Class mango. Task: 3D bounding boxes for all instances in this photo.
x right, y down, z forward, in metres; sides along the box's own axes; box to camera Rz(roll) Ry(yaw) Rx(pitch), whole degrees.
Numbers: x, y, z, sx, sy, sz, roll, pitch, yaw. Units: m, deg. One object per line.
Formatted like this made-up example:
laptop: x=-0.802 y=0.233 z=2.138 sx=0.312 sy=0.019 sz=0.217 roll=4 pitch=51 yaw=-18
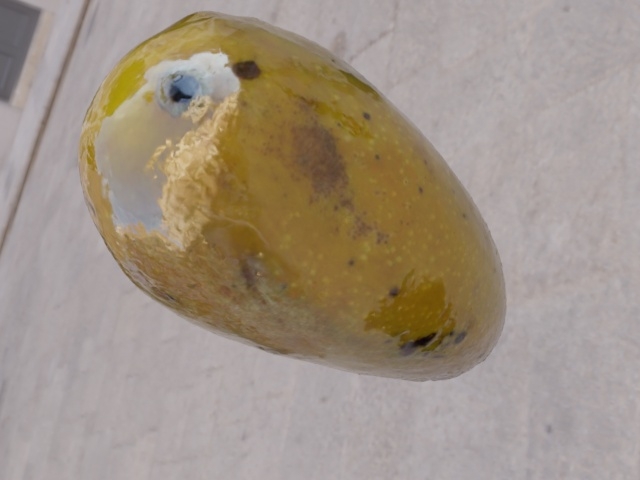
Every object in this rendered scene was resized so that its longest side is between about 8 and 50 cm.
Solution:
mango: x=0.001 y=0.002 z=0.585 sx=0.175 sy=0.329 sz=0.176 roll=-46 pitch=30 yaw=6
